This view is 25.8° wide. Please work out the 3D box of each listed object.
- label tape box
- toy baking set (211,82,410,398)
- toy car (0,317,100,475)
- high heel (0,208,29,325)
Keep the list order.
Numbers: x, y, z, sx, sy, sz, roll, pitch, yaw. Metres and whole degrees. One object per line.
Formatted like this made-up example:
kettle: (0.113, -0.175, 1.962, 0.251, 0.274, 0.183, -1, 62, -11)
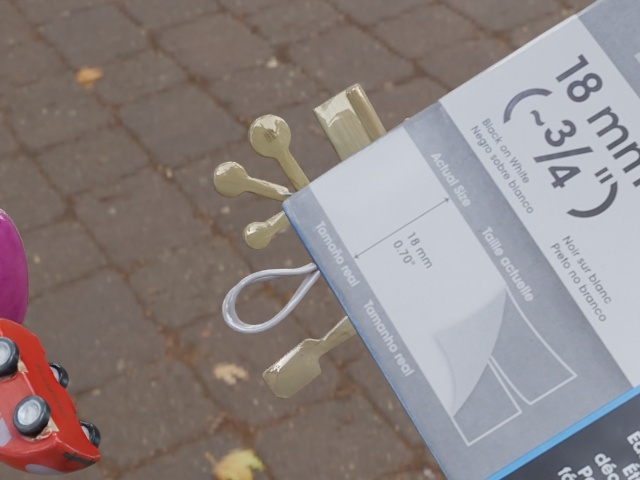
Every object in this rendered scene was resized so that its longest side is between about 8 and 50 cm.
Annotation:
label tape box: (0.187, 0.001, 0.615, 0.333, 0.106, 0.241, -32, 69, 2)
toy baking set: (0.006, -0.002, 1.186, 0.196, 0.256, 0.030, -7, 3, -17)
toy car: (-0.127, 0.160, 0.720, 0.053, 0.239, 0.225, -37, 5, 5)
high heel: (-0.291, 0.083, 1.027, 0.082, 0.244, 0.117, 37, 36, 3)
